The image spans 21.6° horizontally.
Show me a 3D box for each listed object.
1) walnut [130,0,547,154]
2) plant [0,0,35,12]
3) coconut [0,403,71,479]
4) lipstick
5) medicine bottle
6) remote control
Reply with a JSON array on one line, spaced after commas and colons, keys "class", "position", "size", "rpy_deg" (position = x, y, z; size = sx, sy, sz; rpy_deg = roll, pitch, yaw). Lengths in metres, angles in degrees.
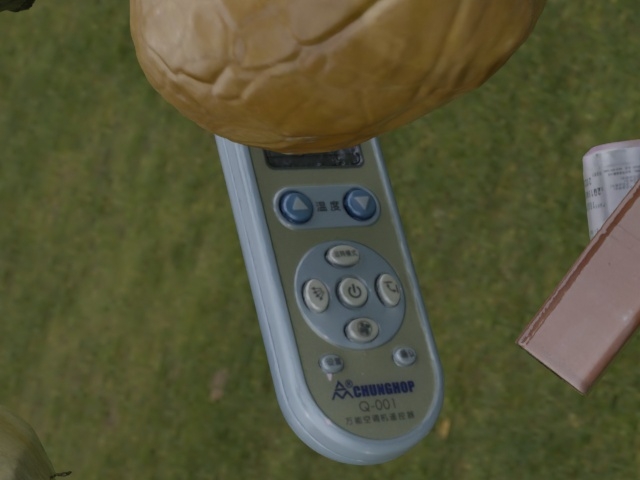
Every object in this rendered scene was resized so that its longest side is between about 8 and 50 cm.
[{"class": "walnut", "position": [0.006, -0.121, 0.710], "size": [0.197, 0.165, 0.165], "rpy_deg": [-23, 58, 55]}, {"class": "plant", "position": [-0.289, -0.214, 1.255], "size": [0.274, 0.146, 0.149], "rpy_deg": [157, 111, -67]}, {"class": "coconut", "position": [-0.428, 0.242, 1.300], "size": [0.404, 0.405, 0.404], "rpy_deg": [-28, 54, 47]}, {"class": "lipstick", "position": [0.156, 0.006, 0.813], "size": [0.045, 0.045, 0.145], "rpy_deg": [38, 90, 12]}, {"class": "medicine bottle", "position": [0.171, -0.008, 0.902], "size": [0.052, 0.052, 0.089], "rpy_deg": [-10, 83, 53]}, {"class": "remote control", "position": [0.000, 0.000, 0.870], "size": [0.047, 0.087, 0.244], "rpy_deg": [127, 134, -58]}]
